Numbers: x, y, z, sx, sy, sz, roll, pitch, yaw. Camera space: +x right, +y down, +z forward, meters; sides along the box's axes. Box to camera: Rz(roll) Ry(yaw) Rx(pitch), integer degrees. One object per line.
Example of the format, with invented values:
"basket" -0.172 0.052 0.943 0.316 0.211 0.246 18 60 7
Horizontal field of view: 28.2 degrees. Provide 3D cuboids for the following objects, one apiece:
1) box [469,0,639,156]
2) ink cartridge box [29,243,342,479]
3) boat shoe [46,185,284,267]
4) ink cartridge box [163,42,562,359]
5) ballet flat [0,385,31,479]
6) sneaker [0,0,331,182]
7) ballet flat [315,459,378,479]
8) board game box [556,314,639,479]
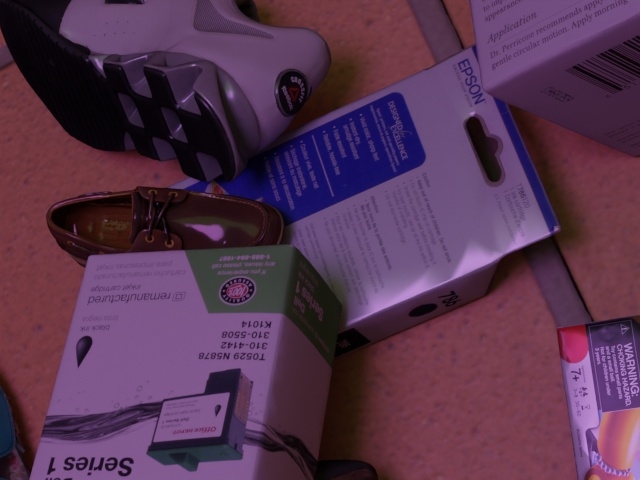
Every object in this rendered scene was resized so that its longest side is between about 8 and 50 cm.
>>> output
"box" 0.217 -0.155 0.809 0.181 0.182 0.119 -24 63 41
"ink cartridge box" -0.087 0.121 0.813 0.160 0.092 0.219 -4 58 21
"boat shoe" -0.114 -0.007 0.909 0.178 0.060 0.064 0 73 21
"ink cartridge box" 0.000 0.000 0.932 0.333 0.065 0.165 -23 65 13
"ballet flat" -0.257 0.190 0.953 0.241 0.091 0.077 58 133 34
"sneaker" -0.126 -0.146 1.007 0.330 0.122 0.146 25 53 39
"ballet flat" -0.089 0.221 0.876 0.280 0.095 0.096 -41 54 3
"board game box" 0.254 0.186 0.729 0.193 0.053 0.305 -11 74 19
